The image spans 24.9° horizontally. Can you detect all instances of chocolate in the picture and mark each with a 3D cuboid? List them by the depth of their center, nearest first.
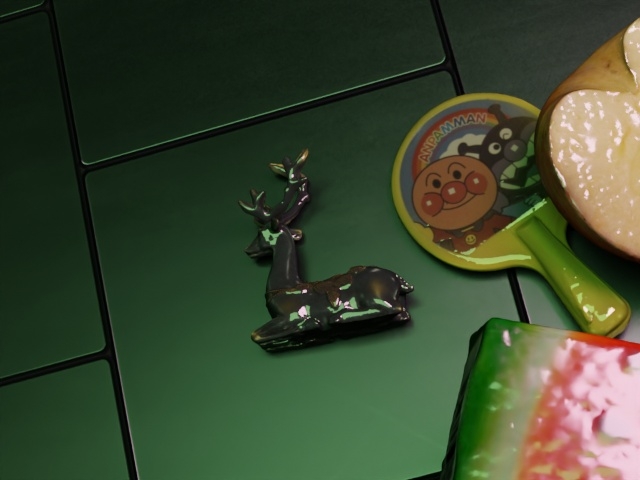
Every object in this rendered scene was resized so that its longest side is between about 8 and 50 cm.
[{"bbox_3d":[0.274,0.256,1.358,0.341,0.161,0.360,10,68,11],"label":"chocolate"}]

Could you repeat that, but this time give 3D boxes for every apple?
[{"bbox_3d":[0.375,-0.104,1.660,0.251,0.163,0.293,45,77,0],"label":"apple"}]

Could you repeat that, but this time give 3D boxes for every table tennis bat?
[{"bbox_3d":[0.234,-0.026,1.727,0.224,0.054,0.369,-36,66,-3],"label":"table tennis bat"}]

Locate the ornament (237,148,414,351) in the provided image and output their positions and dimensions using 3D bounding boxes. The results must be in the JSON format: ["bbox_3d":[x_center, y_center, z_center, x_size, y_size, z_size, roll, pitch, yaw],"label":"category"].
[{"bbox_3d":[0.000,0.000,1.749,0.202,0.080,0.236,-13,70,11],"label":"ornament"}]
